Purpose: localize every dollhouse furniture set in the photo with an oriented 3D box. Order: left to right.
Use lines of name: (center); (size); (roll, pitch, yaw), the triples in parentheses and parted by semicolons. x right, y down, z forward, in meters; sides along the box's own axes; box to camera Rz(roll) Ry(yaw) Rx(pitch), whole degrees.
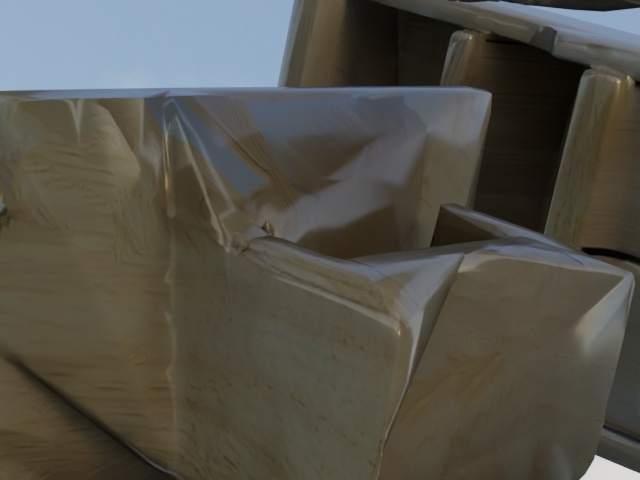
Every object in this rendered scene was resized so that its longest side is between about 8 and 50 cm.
dollhouse furniture set: (0.000, 0.000, 0.606); (0.256, 0.362, 0.394); (20, 15, 33)
